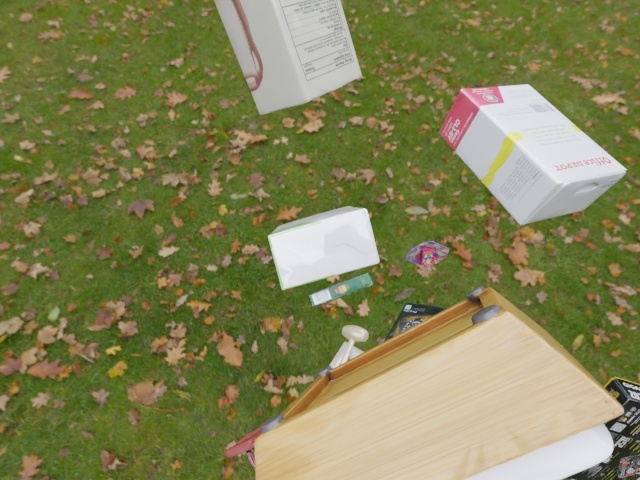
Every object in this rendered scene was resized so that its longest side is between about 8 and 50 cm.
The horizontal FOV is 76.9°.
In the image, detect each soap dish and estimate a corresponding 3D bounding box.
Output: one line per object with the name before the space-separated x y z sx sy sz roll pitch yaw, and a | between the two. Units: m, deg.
soap dish | 0.092 0.157 0.395 0.291 0.229 0.118 -33 80 16

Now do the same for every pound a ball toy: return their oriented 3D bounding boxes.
pound a ball toy | 0.043 0.412 1.190 0.136 0.208 0.319 19 68 42

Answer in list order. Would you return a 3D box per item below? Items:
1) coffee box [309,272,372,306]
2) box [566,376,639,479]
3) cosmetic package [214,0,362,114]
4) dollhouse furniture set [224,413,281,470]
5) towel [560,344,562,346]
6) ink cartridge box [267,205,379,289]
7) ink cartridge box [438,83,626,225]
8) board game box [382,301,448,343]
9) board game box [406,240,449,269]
coffee box | 0.060 0.148 1.195 0.184 0.113 0.040 -21 80 -3
box | 0.794 0.520 1.046 0.257 0.321 0.079 16 28 -4
cosmetic package | -0.065 -0.369 0.627 0.129 0.295 0.153 4 32 45
dollhouse furniture set | 0.035 0.384 0.768 0.374 0.152 0.201 -7 64 -57
towel | 0.764 0.501 1.393 0.325 0.247 0.038 5 7 -45
ink cartridge box | 0.000 0.000 0.954 0.207 0.353 0.119 -16 96 -1
ink cartridge box | 0.561 -0.247 1.106 0.280 0.160 0.384 -12 56 -25
board game box | 0.197 0.181 0.753 0.026 0.186 0.126 42 71 -19
board game box | 0.418 0.065 1.551 0.169 0.133 0.033 20 43 -33
